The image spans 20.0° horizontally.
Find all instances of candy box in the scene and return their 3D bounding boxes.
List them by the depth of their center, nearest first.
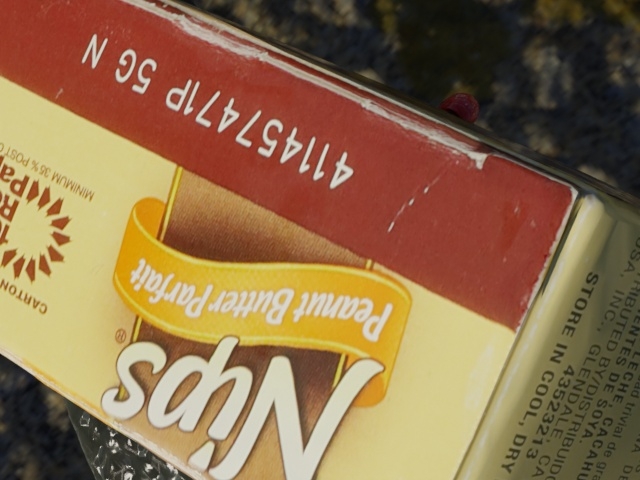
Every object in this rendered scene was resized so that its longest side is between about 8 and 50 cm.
[{"bbox_3d":[0.055,0.023,0.479,0.316,0.183,0.088,17,99,-53],"label":"candy box"}]

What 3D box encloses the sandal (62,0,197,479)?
[{"bbox_3d":[-0.052,0.082,0.983,0.107,0.167,0.446,-22,102,-52],"label":"sandal"}]

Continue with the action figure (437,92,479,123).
[{"bbox_3d":[0.000,0.000,1.214,0.280,0.139,0.091,-44,95,-21],"label":"action figure"}]
